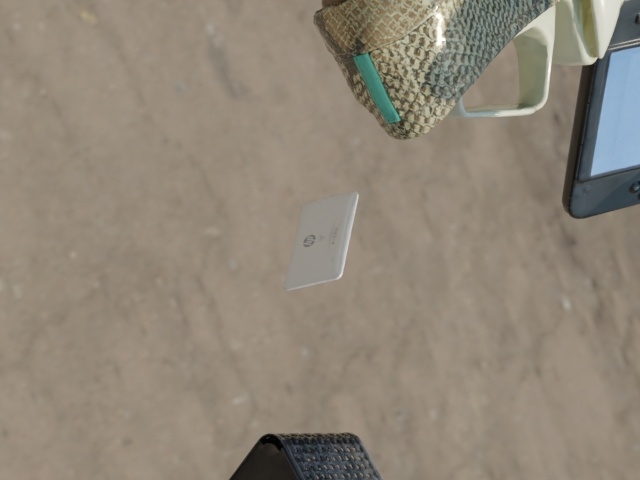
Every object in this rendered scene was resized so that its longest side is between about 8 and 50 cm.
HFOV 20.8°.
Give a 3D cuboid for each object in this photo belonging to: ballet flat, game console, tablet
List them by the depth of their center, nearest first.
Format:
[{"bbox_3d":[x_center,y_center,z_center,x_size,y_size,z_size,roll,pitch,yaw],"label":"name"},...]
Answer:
[{"bbox_3d":[0.000,0.000,1.341,0.006,0.054,0.083,47,42,-38],"label":"tablet"},{"bbox_3d":[0.167,-0.206,1.509,0.483,0.164,0.182,-36,110,-47],"label":"ballet flat"},{"bbox_3d":[0.429,-0.130,1.933,0.173,0.250,0.293,51,-33,46],"label":"game console"}]

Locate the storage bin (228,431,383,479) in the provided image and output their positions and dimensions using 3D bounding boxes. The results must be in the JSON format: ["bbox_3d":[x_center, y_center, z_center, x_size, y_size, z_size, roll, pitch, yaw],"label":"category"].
[{"bbox_3d":[0.000,0.246,1.324,0.084,0.122,0.180,5,42,-40],"label":"storage bin"}]
